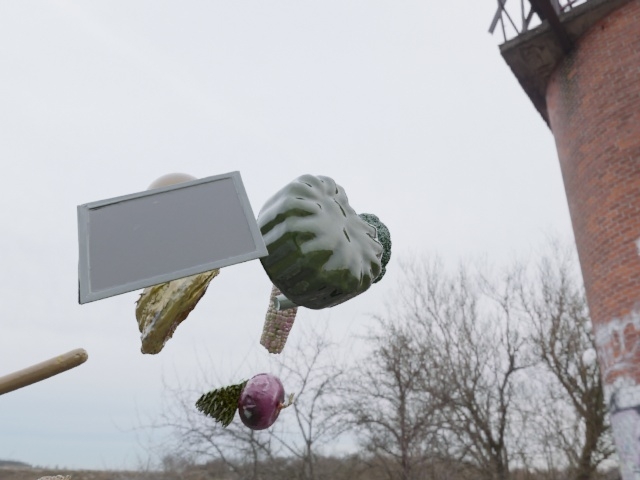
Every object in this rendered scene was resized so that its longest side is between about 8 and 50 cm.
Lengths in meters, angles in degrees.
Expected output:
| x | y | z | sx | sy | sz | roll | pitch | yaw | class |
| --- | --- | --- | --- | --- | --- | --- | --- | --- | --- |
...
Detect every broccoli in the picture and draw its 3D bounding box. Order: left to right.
| x | y | z | sx | sy | sz | roll | pitch | yaw | class |
| --- | --- | --- | --- | --- | --- | --- | --- | --- | --- |
| 0.150 | 0.023 | 1.948 | 0.245 | 0.265 | 0.294 | -26 | -72 | 39 | broccoli |

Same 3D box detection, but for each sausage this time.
| x | y | z | sx | sy | sz | roll | pitch | yaw | class |
| --- | --- | --- | --- | --- | --- | --- | --- | --- | --- |
| -0.904 | 0.421 | 1.635 | 0.301 | 0.066 | 0.066 | -18 | -24 | -16 | sausage |

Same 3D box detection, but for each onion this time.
| x | y | z | sx | sy | sz | roll | pitch | yaw | class |
| --- | --- | --- | --- | --- | --- | --- | --- | --- | --- |
| -0.229 | 0.617 | 1.923 | 0.201 | 0.200 | 0.207 | 20 | -53 | -28 | onion |

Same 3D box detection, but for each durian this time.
| x | y | z | sx | sy | sz | roll | pitch | yaw | class |
| --- | --- | --- | --- | --- | --- | --- | --- | --- | --- |
| -0.397 | 0.636 | 2.067 | 0.163 | 0.198 | 0.394 | 30 | -26 | 1 | durian |

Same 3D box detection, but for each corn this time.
| x | y | z | sx | sy | sz | roll | pitch | yaw | class |
| --- | --- | --- | --- | --- | --- | --- | --- | --- | --- |
| -0.134 | 0.246 | 1.864 | 0.127 | 0.335 | 0.126 | 14 | -2 | 1 | corn |

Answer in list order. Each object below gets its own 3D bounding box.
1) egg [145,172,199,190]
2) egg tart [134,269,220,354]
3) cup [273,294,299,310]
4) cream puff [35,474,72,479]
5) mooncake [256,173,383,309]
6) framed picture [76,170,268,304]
| x | y | z | sx | sy | sz | roll | pitch | yaw | class |
| --- | --- | --- | --- | --- | --- | --- | --- | --- | --- |
| -0.600 | -0.136 | 2.150 | 0.301 | 0.301 | 0.374 | 15 | 2 | -21 | egg |
| -0.437 | 0.170 | 1.499 | 0.150 | 0.352 | 0.352 | 36 | -33 | -2 | egg tart |
| -0.111 | 0.196 | 1.662 | 0.083 | 0.054 | 0.075 | -10 | 10 | -29 | cup |
| -0.680 | 0.648 | 1.257 | 0.144 | 0.126 | 0.103 | -23 | -49 | -11 | cream puff |
| 0.000 | 0.000 | 1.331 | 0.351 | 0.351 | 0.187 | 25 | -39 | -35 | mooncake |
| -0.219 | -0.013 | 0.738 | 0.252 | 0.197 | 0.014 | -14 | -41 | -12 | framed picture |
